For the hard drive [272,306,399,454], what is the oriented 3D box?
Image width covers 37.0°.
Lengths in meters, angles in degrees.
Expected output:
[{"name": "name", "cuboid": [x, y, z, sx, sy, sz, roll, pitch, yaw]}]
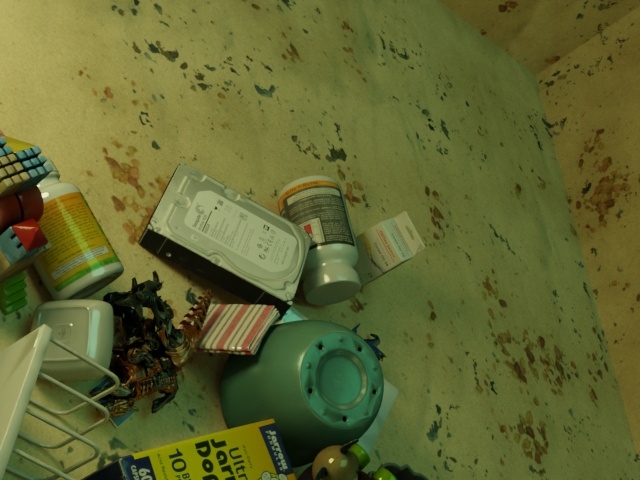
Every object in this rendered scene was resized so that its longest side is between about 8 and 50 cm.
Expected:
[{"name": "hard drive", "cuboid": [0.001, 0.313, 2.023, 0.318, 0.040, 0.210, 39, 59, -15]}]

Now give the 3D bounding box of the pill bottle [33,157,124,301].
[{"name": "pill bottle", "cuboid": [-0.468, -0.018, 1.711, 0.136, 0.136, 0.246, -24, 83, -55]}]

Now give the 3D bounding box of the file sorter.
[{"name": "file sorter", "cuboid": [-0.442, 0.310, 1.440, 0.173, 0.193, 0.278, 39, 38, -29]}]

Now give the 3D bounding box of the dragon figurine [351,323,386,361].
[{"name": "dragon figurine", "cuboid": [0.069, 0.249, 2.198, 0.144, 0.085, 0.289, 50, 37, -11]}]

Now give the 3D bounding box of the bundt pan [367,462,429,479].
[{"name": "bundt pan", "cuboid": [0.148, 0.633, 1.958, 0.331, 0.124, 0.331, 31, 41, -32]}]

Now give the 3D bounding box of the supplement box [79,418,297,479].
[{"name": "supplement box", "cuboid": [-0.221, 0.446, 1.593, 0.356, 0.195, 0.194, -3, 66, -52]}]

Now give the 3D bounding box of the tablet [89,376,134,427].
[{"name": "tablet", "cuboid": [-0.370, 0.287, 1.703, 0.083, 0.006, 0.054, 56, 34, -3]}]

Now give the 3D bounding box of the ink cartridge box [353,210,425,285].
[{"name": "ink cartridge box", "cuboid": [0.150, 0.022, 2.377, 0.067, 0.198, 0.115, -19, 78, -55]}]

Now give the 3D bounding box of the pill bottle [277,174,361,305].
[{"name": "pill bottle", "cuboid": [0.000, 0.000, 2.244, 0.162, 0.162, 0.278, 15, 52, -44]}]

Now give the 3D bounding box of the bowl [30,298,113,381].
[{"name": "bowl", "cuboid": [-0.424, 0.163, 1.607, 0.053, 0.142, 0.142, 68, 21, -70]}]

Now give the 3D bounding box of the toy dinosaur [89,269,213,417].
[{"name": "toy dinosaur", "cuboid": [-0.313, 0.185, 1.750, 0.218, 0.164, 0.322, 60, 23, -13]}]

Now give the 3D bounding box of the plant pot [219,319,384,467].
[{"name": "plant pot", "cuboid": [-0.014, 0.284, 1.857, 0.293, 0.235, 0.293, 10, 70, -28]}]

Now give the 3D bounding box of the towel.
[{"name": "towel", "cuboid": [-0.192, 0.176, 1.869, 0.144, 0.197, 0.029, -56, 140, -53]}]

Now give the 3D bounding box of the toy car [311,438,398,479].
[{"name": "toy car", "cuboid": [0.041, 0.417, 1.677, 0.155, 0.188, 0.149, -41, 60, -21]}]

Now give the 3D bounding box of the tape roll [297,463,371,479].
[{"name": "tape roll", "cuboid": [0.021, 0.522, 1.834, 0.080, 0.189, 0.189, 28, 44, -34]}]

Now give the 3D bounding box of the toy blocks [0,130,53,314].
[{"name": "toy blocks", "cuboid": [-0.553, -0.088, 1.555, 0.381, 0.261, 0.191, 57, 35, 0]}]

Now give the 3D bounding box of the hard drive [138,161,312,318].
[{"name": "hard drive", "cuboid": [-0.191, -0.005, 2.029, 0.339, 0.064, 0.237, 29, 40, -10]}]
